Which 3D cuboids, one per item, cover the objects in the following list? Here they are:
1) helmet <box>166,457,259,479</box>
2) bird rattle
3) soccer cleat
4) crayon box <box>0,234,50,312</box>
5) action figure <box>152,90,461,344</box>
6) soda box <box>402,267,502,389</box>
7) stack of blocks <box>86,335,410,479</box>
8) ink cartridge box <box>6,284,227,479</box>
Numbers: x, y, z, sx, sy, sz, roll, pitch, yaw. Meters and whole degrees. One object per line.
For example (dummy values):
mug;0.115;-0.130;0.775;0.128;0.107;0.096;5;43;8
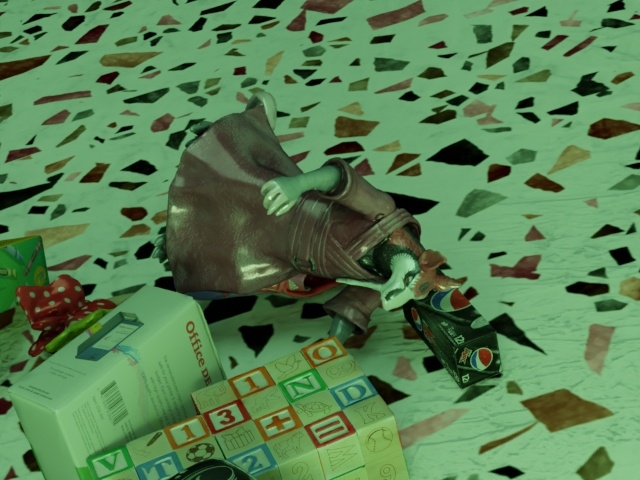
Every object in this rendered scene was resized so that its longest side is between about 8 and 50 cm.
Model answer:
helmet;-0.112;0.296;1.348;0.161;0.169;0.169;-41;39;-26
bird rattle;-0.244;0.118;1.777;0.206;0.143;0.253;-11;16;-17
soccer cleat;-0.061;0.037;1.832;0.248;0.083;0.095;-11;35;1
crayon box;-0.465;0.056;1.857;0.165;0.081;0.278;-8;5;10
action figure;0.000;0.000;1.716;0.370;0.248;0.275;15;30;24
soda box;0.143;0.094;1.665;0.053;0.060;0.169;-20;31;-11
stack of blocks;-0.081;0.224;1.518;0.297;0.087;0.171;-21;31;-12
ink cartridge box;-0.209;0.170;1.594;0.093;0.154;0.212;15;42;42
